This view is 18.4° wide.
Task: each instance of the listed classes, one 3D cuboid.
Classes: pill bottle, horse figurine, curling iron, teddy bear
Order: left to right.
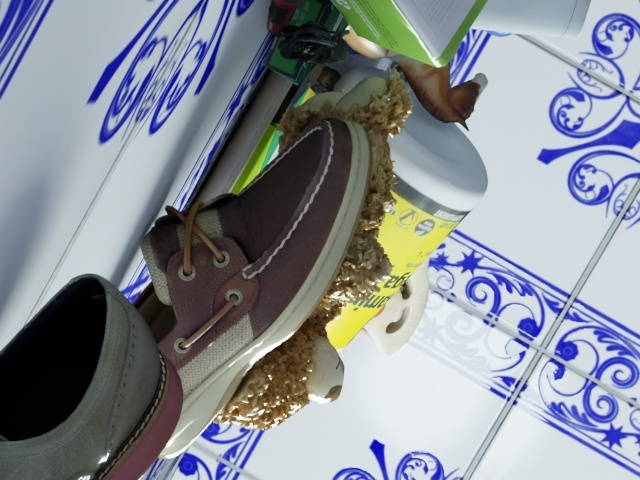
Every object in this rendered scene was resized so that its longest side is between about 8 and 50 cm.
[{"bbox_3d":[-0.008,-0.190,1.482,0.274,0.068,0.035,95,5,-75],"label":"curling iron"},{"bbox_3d":[0.000,0.000,2.017,0.334,0.188,0.188,-48,-178,22],"label":"pill bottle"},{"bbox_3d":[0.001,0.009,1.707,0.245,0.113,0.338,-29,-137,51],"label":"teddy bear"},{"bbox_3d":[0.087,-0.224,1.914,0.263,0.066,0.174,18,104,-46],"label":"horse figurine"}]

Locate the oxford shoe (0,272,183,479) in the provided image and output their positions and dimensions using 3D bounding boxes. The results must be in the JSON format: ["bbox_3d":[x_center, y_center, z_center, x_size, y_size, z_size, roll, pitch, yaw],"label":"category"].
[{"bbox_3d":[-0.216,0.164,1.155,0.348,0.123,0.130,-57,150,-28],"label":"oxford shoe"}]

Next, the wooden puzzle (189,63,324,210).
[{"bbox_3d":[-0.056,-0.085,1.868,0.221,0.044,0.238,-60,178,0],"label":"wooden puzzle"}]

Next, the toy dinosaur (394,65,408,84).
[{"bbox_3d":[0.100,-0.174,2.268,0.268,0.064,0.118,122,-8,-72],"label":"toy dinosaur"}]

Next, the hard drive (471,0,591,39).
[{"bbox_3d":[0.171,-0.303,1.768,0.353,0.047,0.233,-4,114,-56],"label":"hard drive"}]

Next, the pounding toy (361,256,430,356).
[{"bbox_3d":[0.027,0.036,2.265,0.269,0.155,0.154,-7,122,-47],"label":"pounding toy"}]

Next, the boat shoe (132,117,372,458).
[{"bbox_3d":[-0.089,0.029,1.587,0.342,0.123,0.123,-51,-150,25],"label":"boat shoe"}]

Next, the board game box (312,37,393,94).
[{"bbox_3d":[0.037,-0.192,2.237,0.318,0.066,0.319,-58,177,-41],"label":"board game box"}]

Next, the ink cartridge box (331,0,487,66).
[{"bbox_3d":[0.060,-0.282,1.489,0.189,0.097,0.255,-57,142,-11],"label":"ink cartridge box"}]

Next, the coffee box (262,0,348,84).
[{"bbox_3d":[0.012,-0.218,1.719,0.113,0.040,0.184,-64,175,32],"label":"coffee box"}]

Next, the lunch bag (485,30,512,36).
[{"bbox_3d":[0.169,-0.269,2.066,0.129,0.151,0.096,12,83,-62],"label":"lunch bag"}]
